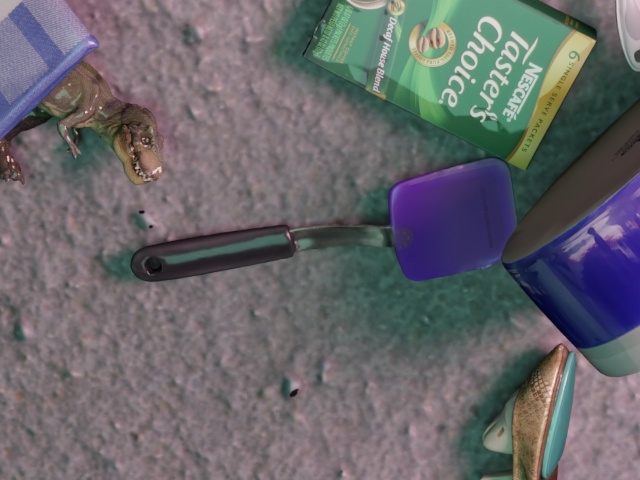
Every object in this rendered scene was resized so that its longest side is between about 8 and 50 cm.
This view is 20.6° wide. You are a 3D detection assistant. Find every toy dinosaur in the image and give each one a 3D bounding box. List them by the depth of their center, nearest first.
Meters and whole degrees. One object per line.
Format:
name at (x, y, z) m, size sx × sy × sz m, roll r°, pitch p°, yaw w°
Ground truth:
toy dinosaur at (-0.234, -0.117, 1.321) m, size 0.268 × 0.064 × 0.118 m, roll 42°, pitch 105°, yaw 0°

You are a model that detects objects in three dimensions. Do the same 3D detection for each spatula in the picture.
spatula at (0.000, 0.000, 1.332) m, size 0.296 × 0.030 × 0.084 m, roll -8°, pitch 108°, yaw 11°

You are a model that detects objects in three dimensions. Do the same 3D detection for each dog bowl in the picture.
dog bowl at (0.247, -0.037, 1.159) m, size 0.265 × 0.265 × 0.104 m, roll -43°, pitch 94°, yaw 18°

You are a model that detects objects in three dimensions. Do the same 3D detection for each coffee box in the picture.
coffee box at (0.094, -0.141, 1.268) m, size 0.184 × 0.040 × 0.113 m, roll 28°, pitch 109°, yaw -1°

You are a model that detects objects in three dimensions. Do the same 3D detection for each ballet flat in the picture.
ballet flat at (0.154, 0.174, 1.346) m, size 0.067 × 0.073 × 0.206 m, roll 9°, pitch 105°, yaw 21°

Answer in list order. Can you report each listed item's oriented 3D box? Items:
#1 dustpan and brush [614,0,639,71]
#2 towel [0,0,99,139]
dustpan and brush at (0.198, -0.221, 1.210) m, size 0.147 × 0.060 × 0.211 m, roll -15°, pitch 116°, yaw -3°
towel at (-0.312, -0.182, 1.283) m, size 0.209 × 0.034 × 0.285 m, roll -42°, pitch 81°, yaw 17°
